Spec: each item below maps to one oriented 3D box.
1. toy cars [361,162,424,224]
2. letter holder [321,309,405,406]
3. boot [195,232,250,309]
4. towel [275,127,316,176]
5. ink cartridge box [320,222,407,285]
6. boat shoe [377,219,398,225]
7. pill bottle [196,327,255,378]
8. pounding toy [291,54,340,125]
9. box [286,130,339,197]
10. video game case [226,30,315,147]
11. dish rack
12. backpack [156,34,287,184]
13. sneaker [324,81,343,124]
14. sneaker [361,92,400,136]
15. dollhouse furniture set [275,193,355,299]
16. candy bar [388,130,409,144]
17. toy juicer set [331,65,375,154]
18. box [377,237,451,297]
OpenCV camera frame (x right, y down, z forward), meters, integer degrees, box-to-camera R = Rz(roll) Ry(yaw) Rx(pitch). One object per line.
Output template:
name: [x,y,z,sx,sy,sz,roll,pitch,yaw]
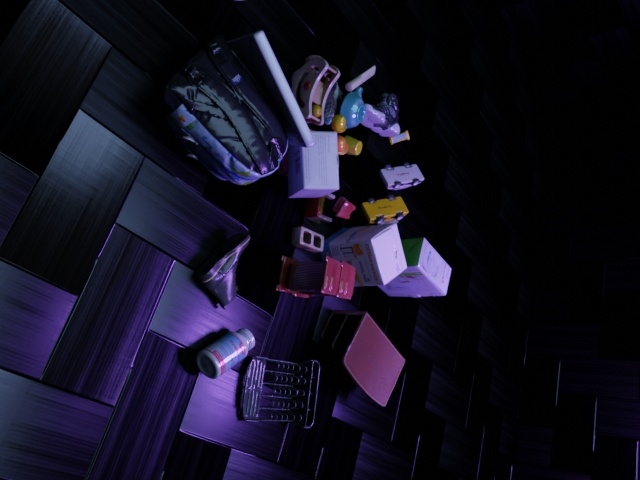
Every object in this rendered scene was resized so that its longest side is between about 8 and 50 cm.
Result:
toy cars: [0.279,-0.179,2.266,0.177,0.087,0.393,32,52,-1]
letter holder: [0.134,0.418,1.986,0.302,0.152,0.214,52,52,-33]
boot: [-0.255,0.085,1.632,0.198,0.077,0.137,-45,125,-27]
towel: [-0.053,-0.294,1.936,0.275,0.031,0.198,13,75,-48]
ink cartridge box: [0.148,0.052,1.976,0.168,0.233,0.171,-31,109,-47]
boat shoe: [0.254,-0.049,2.265,0.206,0.075,0.065,-58,171,-42]
pill bottle: [-0.259,0.308,1.579,0.160,0.087,0.087,-31,110,-47]
pounding toy: [0.004,-0.514,1.932,0.155,0.154,0.269,18,73,-47]
box: [-0.027,-0.232,1.775,0.119,0.182,0.180,-1,85,-18]
video game case: [-0.156,-0.426,1.640,0.036,0.300,0.329,-33,114,-16]
dish rack: [-0.122,0.458,1.736,0.272,0.074,0.208,21,69,-46]
backpack: [-0.251,-0.321,1.563,0.356,0.273,0.290,38,53,-15]
sneaker: [0.050,-0.489,2.059,0.076,0.065,0.166,31,67,-52]
sneaker: [0.229,-0.518,2.246,0.269,0.101,0.153,20,70,-53]
dollhouse furniture set: [0.000,0.000,1.832,0.152,0.201,0.373,22,70,-46]
candy bar: [0.333,-0.435,2.418,0.161,0.018,0.040,-26,105,-49]
toy juicer set: [0.091,-0.455,2.004,0.209,0.090,0.328,-23,129,-56]
box: [0.321,0.110,2.154,0.231,0.262,0.126,41,56,-38]
